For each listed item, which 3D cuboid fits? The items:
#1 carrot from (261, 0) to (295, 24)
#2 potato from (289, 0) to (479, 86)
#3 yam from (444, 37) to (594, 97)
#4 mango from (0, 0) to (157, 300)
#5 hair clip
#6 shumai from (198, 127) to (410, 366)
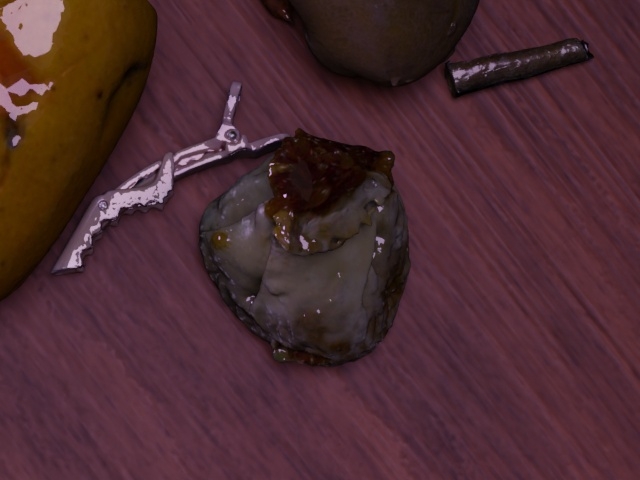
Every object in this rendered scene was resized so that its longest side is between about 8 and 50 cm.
[{"bbox_3d":[-0.060,-0.286,1.565,0.057,0.057,0.224,-13,90,-9],"label":"carrot"},{"bbox_3d":[0.045,-0.242,1.517,0.178,0.160,0.235,-4,94,8],"label":"potato"},{"bbox_3d":[0.170,-0.152,1.581,0.129,0.027,0.033,-16,86,-10],"label":"yam"},{"bbox_3d":[-0.266,-0.120,1.456,0.253,0.182,0.365,13,93,-10],"label":"mango"},{"bbox_3d":[-0.134,-0.050,1.525,0.226,0.034,0.072,-32,83,-9],"label":"hair clip"},{"bbox_3d":[0.003,0.006,1.480,0.184,0.142,0.184,1,79,-5],"label":"shumai"}]
